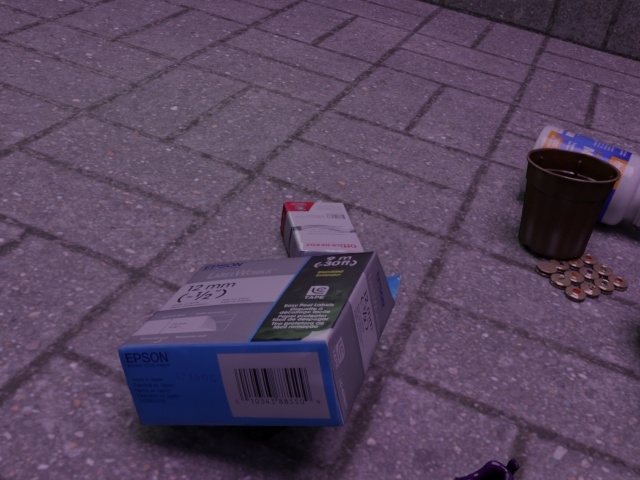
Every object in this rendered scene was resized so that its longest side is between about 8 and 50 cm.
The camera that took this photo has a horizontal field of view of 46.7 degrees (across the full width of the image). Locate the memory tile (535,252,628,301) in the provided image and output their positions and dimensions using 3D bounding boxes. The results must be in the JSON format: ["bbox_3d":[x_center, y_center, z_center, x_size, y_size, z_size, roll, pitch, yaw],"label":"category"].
[{"bbox_3d":[0.470,0.063,1.333,0.148,0.012,0.113,-10,38,-29],"label":"memory tile"}]

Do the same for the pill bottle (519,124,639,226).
[{"bbox_3d":[0.562,-0.122,1.513,0.272,0.152,0.152,23,35,19],"label":"pill bottle"}]

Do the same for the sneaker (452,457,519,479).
[{"bbox_3d":[0.120,0.296,0.790,0.223,0.098,0.083,-16,42,-36],"label":"sneaker"}]

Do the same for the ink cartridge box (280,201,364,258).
[{"bbox_3d":[0.000,0.000,1.236,0.109,0.063,0.150,1,35,-16],"label":"ink cartridge box"}]

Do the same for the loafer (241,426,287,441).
[{"bbox_3d":[-0.021,0.173,0.955,0.223,0.076,0.078,-25,55,-38],"label":"loafer"}]

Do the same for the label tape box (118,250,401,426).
[{"bbox_3d":[-0.052,0.090,0.937,0.249,0.115,0.348,-5,23,19],"label":"label tape box"}]

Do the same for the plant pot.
[{"bbox_3d":[0.445,-0.065,1.368,0.167,0.165,0.167,6,25,-3],"label":"plant pot"}]
